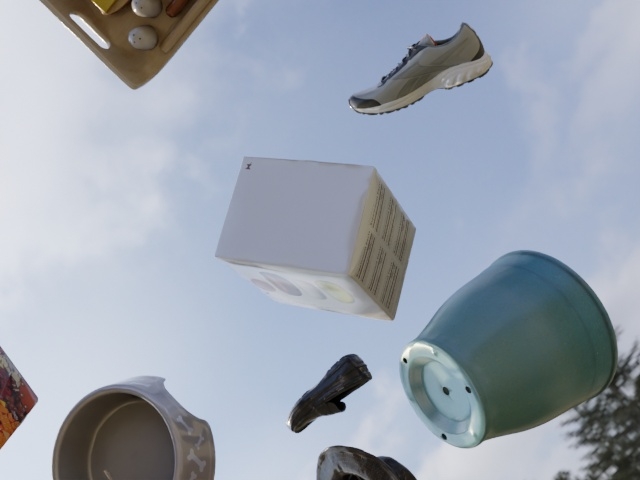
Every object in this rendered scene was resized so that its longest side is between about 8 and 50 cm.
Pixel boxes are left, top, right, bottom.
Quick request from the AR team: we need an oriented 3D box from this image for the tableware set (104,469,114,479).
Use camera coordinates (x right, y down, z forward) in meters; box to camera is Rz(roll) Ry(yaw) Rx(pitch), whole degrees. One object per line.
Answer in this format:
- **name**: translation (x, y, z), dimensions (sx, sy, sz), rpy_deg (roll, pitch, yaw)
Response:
- **tableware set**: translation (-0.343, 0.466, 1.469), dimensions (0.128, 0.194, 0.039), rpy_deg (35, -105, -19)

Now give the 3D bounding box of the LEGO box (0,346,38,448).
- **LEGO box**: translation (-0.832, 0.412, 1.502), dimensions (0.500, 0.372, 0.193), rpy_deg (-29, -77, 10)

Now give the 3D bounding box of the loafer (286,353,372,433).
- **loafer**: translation (0.016, 0.329, 1.688), dimensions (0.223, 0.078, 0.076), rpy_deg (-47, -25, 16)

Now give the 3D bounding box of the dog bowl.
- **dog bowl**: translation (-0.386, 0.443, 1.638), dimensions (0.349, 0.349, 0.102), rpy_deg (-48, -23, 8)

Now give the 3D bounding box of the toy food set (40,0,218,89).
- **toy food set**: translation (-0.243, -0.394, 1.128), dimensions (0.306, 0.220, 0.092), rpy_deg (-45, 4, 18)

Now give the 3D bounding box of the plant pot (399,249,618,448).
- **plant pot**: translation (0.274, 0.185, 1.284), dimensions (0.255, 0.272, 0.271), rpy_deg (-25, -38, -31)

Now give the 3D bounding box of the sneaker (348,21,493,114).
- **sneaker**: translation (0.172, -0.311, 1.501), dimensions (0.272, 0.100, 0.108), rpy_deg (-22, -71, 17)

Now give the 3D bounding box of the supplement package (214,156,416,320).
- **supplement package**: translation (0.000, 0.001, 1.111), dimensions (0.203, 0.194, 0.149), rpy_deg (46, -125, -60)

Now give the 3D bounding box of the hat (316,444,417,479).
- **hat**: translation (0.133, 0.556, 1.727), dimensions (0.134, 0.331, 0.331), rpy_deg (-25, -36, -43)
